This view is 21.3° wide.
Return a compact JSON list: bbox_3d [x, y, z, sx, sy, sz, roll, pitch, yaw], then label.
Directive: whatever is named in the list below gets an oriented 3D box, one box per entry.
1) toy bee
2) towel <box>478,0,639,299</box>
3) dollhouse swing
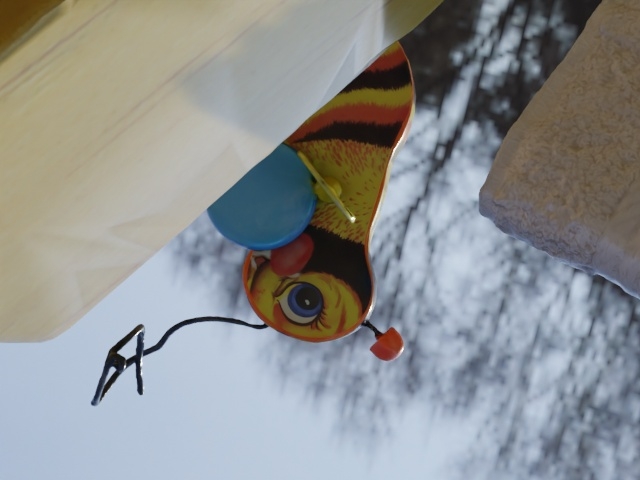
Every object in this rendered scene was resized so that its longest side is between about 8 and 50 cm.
[{"bbox_3d":[0.000,0.000,1.105,0.162,0.298,0.195,29,-158,4],"label":"toy bee"},{"bbox_3d":[0.216,-0.082,0.711,0.187,0.282,0.049,33,174,31],"label":"towel"},{"bbox_3d":[-0.139,-0.194,0.326,0.347,0.315,0.305,46,173,21],"label":"dollhouse swing"}]
